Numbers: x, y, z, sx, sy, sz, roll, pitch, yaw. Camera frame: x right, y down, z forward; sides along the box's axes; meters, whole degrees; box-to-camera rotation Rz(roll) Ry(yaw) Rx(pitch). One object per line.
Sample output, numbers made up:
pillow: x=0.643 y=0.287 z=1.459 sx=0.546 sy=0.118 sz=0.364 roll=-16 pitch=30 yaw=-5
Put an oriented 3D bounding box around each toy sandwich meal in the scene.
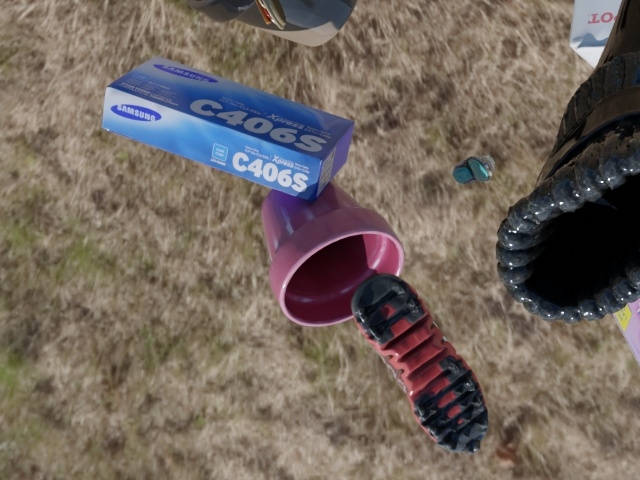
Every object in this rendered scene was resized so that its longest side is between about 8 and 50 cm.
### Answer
toy sandwich meal: x=-0.074 y=-0.312 z=1.280 sx=0.029 sy=0.085 sz=0.085 roll=-24 pitch=118 yaw=13

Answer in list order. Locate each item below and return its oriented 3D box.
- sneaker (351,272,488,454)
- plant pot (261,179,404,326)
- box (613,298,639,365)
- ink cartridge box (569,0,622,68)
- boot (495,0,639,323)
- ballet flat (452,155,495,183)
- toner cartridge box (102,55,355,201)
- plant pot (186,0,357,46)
sneaker: x=0.136 y=0.159 z=1.309 sx=0.097 sy=0.135 sz=0.276 roll=-33 pitch=95 yaw=2
plant pot: x=0.000 y=0.000 z=1.470 sx=0.201 sy=0.180 sz=0.201 roll=-17 pitch=138 yaw=-16
box: x=0.485 y=0.102 z=1.071 sx=0.243 sy=0.213 sz=0.117 roll=-7 pitch=137 yaw=-8
ink cartridge box: x=0.573 y=-0.468 z=1.537 sx=0.279 sy=0.160 sz=0.384 roll=5 pitch=83 yaw=36
boot: x=0.260 y=-0.119 z=0.718 sx=0.131 sy=0.260 sz=0.348 roll=26 pitch=122 yaw=13
ballet flat: x=0.221 y=-0.103 z=1.354 sx=0.041 sy=0.114 sz=0.041 roll=0 pitch=89 yaw=-14
toner cartridge box: x=-0.137 y=-0.176 z=1.476 sx=0.348 sy=0.165 sz=0.075 roll=19 pitch=121 yaw=10
plant pot: x=-0.061 y=-0.443 z=1.606 sx=0.229 sy=0.263 sz=0.263 roll=28 pitch=116 yaw=-32
